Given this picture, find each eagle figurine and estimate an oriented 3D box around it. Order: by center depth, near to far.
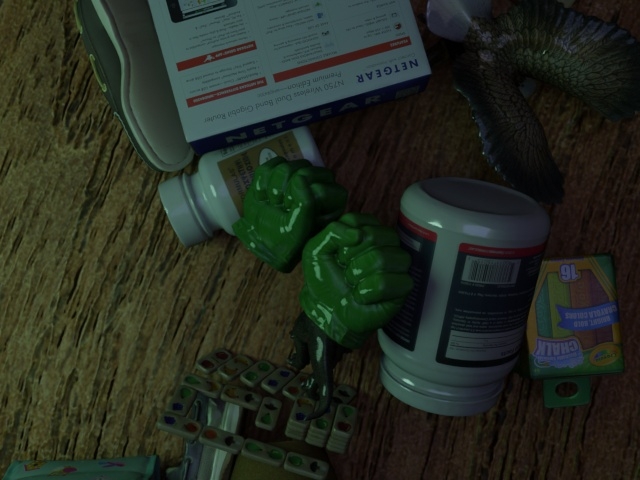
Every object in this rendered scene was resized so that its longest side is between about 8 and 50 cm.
[{"bbox_3d":[0.278,-0.227,1.147,0.225,0.226,0.298,-17,48,-33],"label":"eagle figurine"}]

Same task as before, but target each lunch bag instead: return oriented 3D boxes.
[{"bbox_3d":[-0.334,0.449,1.147,0.223,0.160,0.262,-1,97,-2],"label":"lunch bag"}]

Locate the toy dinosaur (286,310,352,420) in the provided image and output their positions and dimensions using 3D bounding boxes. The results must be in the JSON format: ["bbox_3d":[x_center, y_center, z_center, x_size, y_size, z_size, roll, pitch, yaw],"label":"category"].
[{"bbox_3d":[0.009,0.114,1.136,0.121,0.313,0.160,24,125,13],"label":"toy dinosaur"}]

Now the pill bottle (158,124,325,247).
[{"bbox_3d":[-0.108,-0.080,1.187,0.229,0.131,0.131,-23,86,0],"label":"pill bottle"}]

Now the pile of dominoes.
[{"bbox_3d":[-0.074,0.221,1.140,0.251,0.196,0.040,17,120,2],"label":"pile of dominoes"}]

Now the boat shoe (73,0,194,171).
[{"bbox_3d":[-0.278,-0.247,1.221,0.116,0.097,0.324,-20,89,-41],"label":"boat shoe"}]

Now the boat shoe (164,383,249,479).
[{"bbox_3d":[-0.176,0.342,1.180,0.092,0.103,0.285,14,83,7],"label":"boat shoe"}]

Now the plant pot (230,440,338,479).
[{"bbox_3d":[-0.047,0.410,1.126,0.237,0.237,0.254,-5,70,1],"label":"plant pot"}]

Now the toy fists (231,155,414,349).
[{"bbox_3d":[0.000,0.000,1.037,0.279,0.096,0.142,45,107,32],"label":"toy fists"}]

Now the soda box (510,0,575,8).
[{"bbox_3d":[0.300,-0.399,1.237,0.181,0.058,0.061,37,88,3],"label":"soda box"}]

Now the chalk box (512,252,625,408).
[{"bbox_3d":[0.341,0.130,1.163,0.132,0.132,0.213,-6,86,0],"label":"chalk box"}]

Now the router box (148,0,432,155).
[{"bbox_3d":[-0.055,-0.307,1.113,0.335,0.082,0.301,-15,84,-1],"label":"router box"}]

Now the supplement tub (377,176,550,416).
[{"bbox_3d":[0.179,0.069,1.077,0.191,0.191,0.272,10,111,2],"label":"supplement tub"}]
